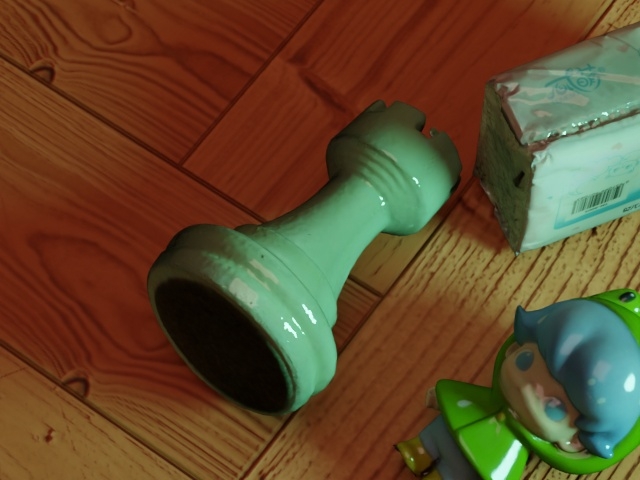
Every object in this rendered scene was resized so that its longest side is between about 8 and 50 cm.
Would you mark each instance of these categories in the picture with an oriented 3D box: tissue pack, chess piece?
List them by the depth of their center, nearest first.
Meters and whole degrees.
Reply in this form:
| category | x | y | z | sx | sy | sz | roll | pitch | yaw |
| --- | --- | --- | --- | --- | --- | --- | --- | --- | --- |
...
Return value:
| category | x | y | z | sx | sy | sz | roll | pitch | yaw |
| --- | --- | --- | --- | --- | --- | --- | --- | --- | --- |
| chess piece | 0.000 | 0.000 | 1.719 | 0.194 | 0.195 | 0.299 | 35 | 60 | 18 |
| tissue pack | 0.291 | -0.112 | 1.749 | 0.271 | 0.201 | 0.124 | -21 | 61 | -11 |

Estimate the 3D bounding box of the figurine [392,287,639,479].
| category | x | y | z | sx | sy | sz | roll | pitch | yaw |
| --- | --- | --- | --- | --- | --- | --- | --- | --- | --- |
| figurine | 0.194 | 0.148 | 1.659 | 0.263 | 0.143 | 0.162 | -32 | 57 | 5 |
